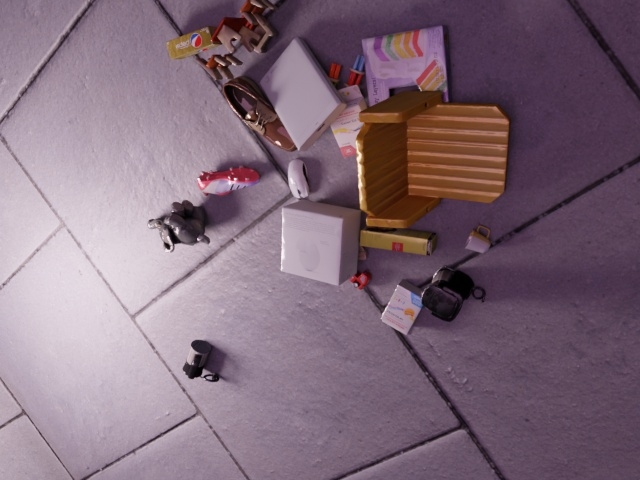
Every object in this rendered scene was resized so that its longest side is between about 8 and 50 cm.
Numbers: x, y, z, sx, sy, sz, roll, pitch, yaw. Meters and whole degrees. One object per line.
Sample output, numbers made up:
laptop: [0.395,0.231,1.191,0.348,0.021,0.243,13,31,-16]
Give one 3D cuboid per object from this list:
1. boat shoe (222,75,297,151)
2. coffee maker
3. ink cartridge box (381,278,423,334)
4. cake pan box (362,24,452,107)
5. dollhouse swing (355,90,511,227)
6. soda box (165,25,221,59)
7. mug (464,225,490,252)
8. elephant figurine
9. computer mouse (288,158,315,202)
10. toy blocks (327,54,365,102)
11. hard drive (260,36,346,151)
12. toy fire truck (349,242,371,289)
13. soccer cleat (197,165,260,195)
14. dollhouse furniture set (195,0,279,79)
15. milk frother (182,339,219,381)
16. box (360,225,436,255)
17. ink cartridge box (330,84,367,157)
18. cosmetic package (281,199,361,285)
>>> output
boat shoe: [-0.201,-0.408,1.870,0.324,0.116,0.123,42,118,6]
coffee maker: [0.411,0.165,1.752,0.171,0.178,0.120,4,108,22]
ink cartridge box: [0.275,0.235,1.899,0.104,0.061,0.181,29,116,13]
cake pan box: [0.258,-0.479,1.679,0.246,0.070,0.266,1,108,25]
dollhouse swing: [0.318,-0.210,1.585,0.305,0.315,0.346,19,128,36]
soda box: [-0.430,-0.667,1.921,0.181,0.058,0.061,-9,102,26]
mug: [0.487,0.002,1.737,0.064,0.062,0.078,25,121,6]
elephant figurine: [-0.540,-0.032,2.136,0.169,0.186,0.239,22,137,-31]
computer mouse: [-0.075,-0.179,1.931,0.106,0.042,0.193,-6,104,26]
toy blocks: [0.074,-0.509,1.756,0.123,0.054,0.148,25,115,14]
hard drive: [-0.061,-0.456,1.765,0.203,0.040,0.307,-44,61,28]
toy fire truck: [0.112,0.059,1.922,0.192,0.047,0.135,44,118,6]
soccer cleat: [-0.322,-0.205,2.021,0.248,0.083,0.095,-1,135,19]
dollhouse furniture set: [-0.249,-0.644,1.737,0.135,0.259,0.262,43,117,3]
milk frother: [-0.469,0.495,2.295,0.143,0.129,0.134,10,118,-26]
box: [0.250,-0.003,1.822,0.232,0.087,0.058,9,110,20]
ink cartridge box: [0.093,-0.366,1.748,0.115,0.067,0.198,-11,123,26]
cosmetic package: [0.000,0.000,1.851,0.224,0.138,0.224,13,112,27]
